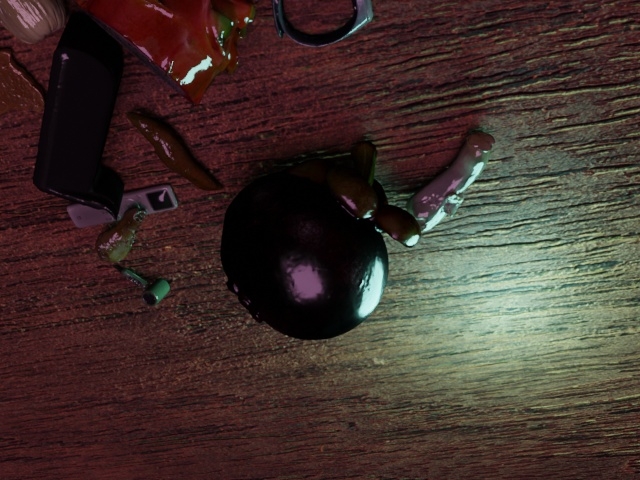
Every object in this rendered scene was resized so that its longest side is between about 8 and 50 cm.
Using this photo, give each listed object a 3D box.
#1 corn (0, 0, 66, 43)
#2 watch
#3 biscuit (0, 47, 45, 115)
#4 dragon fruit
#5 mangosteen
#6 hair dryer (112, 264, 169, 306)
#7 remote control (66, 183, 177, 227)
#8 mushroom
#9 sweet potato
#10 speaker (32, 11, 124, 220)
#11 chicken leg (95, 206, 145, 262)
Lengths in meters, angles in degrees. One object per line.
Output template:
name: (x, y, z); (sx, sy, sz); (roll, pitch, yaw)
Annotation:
corn: (-0.597, -0.510, 1.462); (0.123, 0.122, 0.305); (-26, 119, 19)
watch: (-0.004, -0.472, 1.497); (0.193, 0.068, 0.206); (-9, 128, 8)
biscuit: (-0.693, -0.342, 1.647); (0.250, 0.035, 0.162); (27, 118, -17)
dragon fruit: (-0.264, -0.417, 1.442); (0.305, 0.305, 0.225); (41, 90, -24)
mangosteen: (0.000, 0.000, 1.693); (0.435, 0.382, 0.382); (-39, 121, -10)
hair dryer: (-0.452, 0.102, 1.955); (0.150, 0.071, 0.047); (31, 119, 2)
remote control: (-0.460, -0.077, 1.833); (0.261, 0.029, 0.067); (-11, 126, 10)
mushroom: (0.280, -0.125, 1.728); (0.096, 0.099, 0.278); (25, 121, -31)
sweet potato: (-0.315, -0.187, 1.728); (0.067, 0.067, 0.274); (-31, 125, 23)
speaker: (-0.469, -0.244, 1.629); (0.184, 0.180, 0.388); (13, 127, -15)
chicken leg: (-0.467, -0.012, 1.846); (0.085, 0.069, 0.198); (26, 132, -24)
